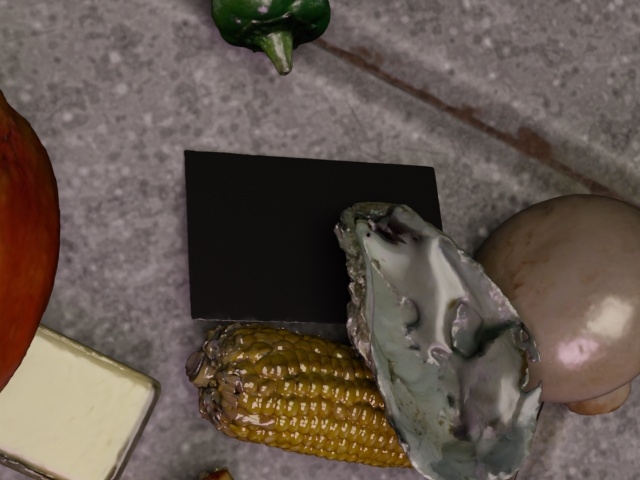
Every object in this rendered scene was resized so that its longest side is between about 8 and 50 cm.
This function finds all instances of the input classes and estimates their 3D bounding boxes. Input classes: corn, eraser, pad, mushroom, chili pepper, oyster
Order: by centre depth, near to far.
[{"bbox_3d":[-0.235,0.135,1.001,0.172,0.058,0.117,28,78,-14],"label":"eraser"},{"bbox_3d":[0.083,0.083,1.004,0.252,0.087,0.199,32,67,14],"label":"oyster"},{"bbox_3d":[0.034,0.146,1.061,0.318,0.115,0.115,13,83,-16],"label":"corn"},{"bbox_3d":[-0.053,-0.276,1.065,0.136,0.099,0.270,-3,83,-27],"label":"chili pepper"},{"bbox_3d":[0.000,0.000,1.081,0.246,0.006,0.170,3,64,-18],"label":"pad"},{"bbox_3d":[0.242,0.066,1.087,0.209,0.206,0.206,47,75,-11],"label":"mushroom"}]

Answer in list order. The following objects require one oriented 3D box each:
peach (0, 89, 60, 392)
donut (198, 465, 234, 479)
[{"bbox_3d":[-0.369,0.005,0.847,0.373,0.290,0.372,0,89,-13],"label":"peach"},{"bbox_3d":[-0.135,0.282,0.993,0.217,0.085,0.141,-32,82,-23],"label":"donut"}]
